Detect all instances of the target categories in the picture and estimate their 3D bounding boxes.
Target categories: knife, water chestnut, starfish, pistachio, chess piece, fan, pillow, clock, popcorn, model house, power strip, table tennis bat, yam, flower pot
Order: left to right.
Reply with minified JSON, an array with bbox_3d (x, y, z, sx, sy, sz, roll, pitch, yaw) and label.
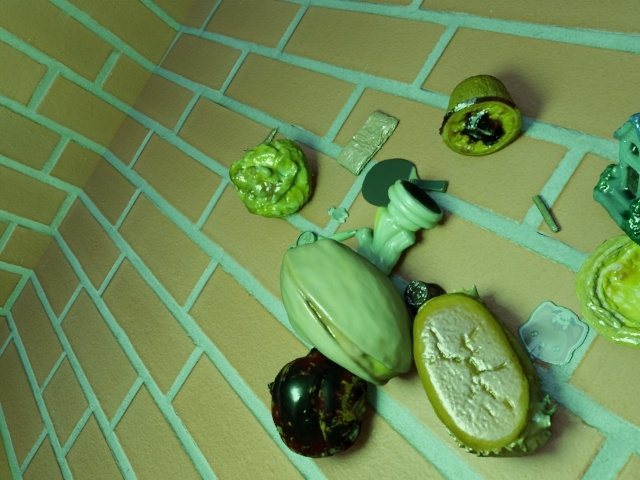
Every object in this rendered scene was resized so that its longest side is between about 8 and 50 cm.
[{"bbox_3d":[-0.251,-0.322,1.952,0.295,0.048,0.231,-47,40,9],"label":"starfish"},{"bbox_3d":[-0.164,-0.206,1.695,0.282,0.282,0.247,5,38,39],"label":"popcorn"},{"bbox_3d":[-0.048,0.007,1.644,0.085,0.017,0.085,-17,62,35],"label":"clock"},{"bbox_3d":[-0.013,0.433,1.308,0.288,0.289,0.244,-65,16,-4],"label":"water chestnut"},{"bbox_3d":[0.001,0.001,1.631,0.293,0.020,0.043,-17,62,33],"label":"knife"},{"bbox_3d":[0.054,-0.090,1.620,0.083,0.035,0.055,31,91,39],"label":"power strip"},{"bbox_3d":[0.067,0.181,1.280,0.281,0.365,0.445,-46,75,15],"label":"pistachio"},{"bbox_3d":[0.156,-0.336,1.647,0.232,0.043,0.126,-51,54,5],"label":"pillow"},{"bbox_3d":[0.203,-0.022,1.416,0.298,0.176,0.175,-52,48,24],"label":"chess piece"},{"bbox_3d":[0.255,-0.180,1.512,0.301,0.022,0.173,10,76,41],"label":"table tennis bat"},{"bbox_3d":[0.274,0.156,1.303,0.111,0.089,0.111,-16,62,32],"label":"flower pot"},{"bbox_3d":[0.515,0.249,1.130,0.220,0.009,0.132,-54,48,5],"label":"fan"},{"bbox_3d":[0.569,-0.068,1.221,0.021,0.021,0.116,-32,53,23],"label":"yam"},{"bbox_3d":[0.709,-0.157,0.898,0.252,0.329,0.294,-17,44,8],"label":"model house"}]

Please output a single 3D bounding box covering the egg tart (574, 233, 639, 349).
[{"bbox_3d":[0.688,0.103,1.011,0.279,0.095,0.278,-17,57,28],"label":"egg tart"}]

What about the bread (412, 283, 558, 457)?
[{"bbox_3d":[0.354,0.304,1.112,0.236,0.183,0.388,-40,49,20],"label":"bread"}]

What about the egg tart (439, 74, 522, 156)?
[{"bbox_3d":[0.437,-0.346,1.337,0.215,0.215,0.170,-19,46,31],"label":"egg tart"}]
